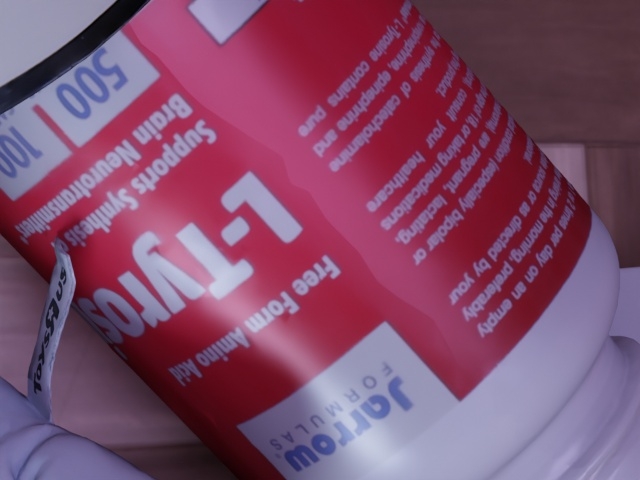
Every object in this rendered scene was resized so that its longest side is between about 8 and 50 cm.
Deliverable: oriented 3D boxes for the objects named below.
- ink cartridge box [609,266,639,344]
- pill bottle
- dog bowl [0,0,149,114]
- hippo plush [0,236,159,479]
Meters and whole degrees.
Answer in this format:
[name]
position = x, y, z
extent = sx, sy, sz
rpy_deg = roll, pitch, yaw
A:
[ink cartridge box]
position = 0.222, 0.063, 1.017
extent = 0.060, 0.180, 0.104
rpy_deg = 7, 78, -61
[pill bottle]
position = 0.000, 0.000, 0.904
extent = 0.407, 0.229, 0.229
rpy_deg = 47, 70, -11
[dog bowl]
position = -0.233, -0.233, 0.757
extent = 0.408, 0.150, 0.408
rpy_deg = -5, 61, 10
[hippo plush]
position = -0.173, 0.168, 0.753
extent = 0.236, 0.234, 0.294
rpy_deg = -24, 118, -53
